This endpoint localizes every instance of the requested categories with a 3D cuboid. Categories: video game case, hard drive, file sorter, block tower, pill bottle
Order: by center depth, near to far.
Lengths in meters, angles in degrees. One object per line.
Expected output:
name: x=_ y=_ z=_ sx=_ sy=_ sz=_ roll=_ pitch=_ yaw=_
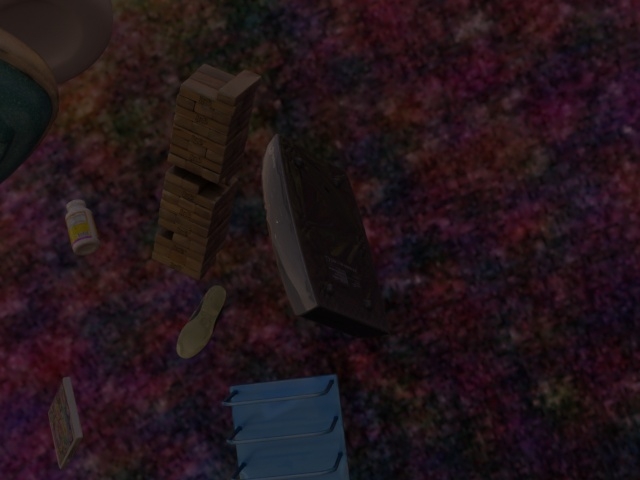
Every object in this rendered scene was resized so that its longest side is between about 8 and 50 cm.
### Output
file sorter: x=-0.034 y=0.234 z=1.160 sx=0.118 sy=0.170 sz=0.104 roll=-7 pitch=-1 yaw=5
pill bottle: x=-0.361 y=-0.358 z=1.316 sx=0.188 sy=0.188 sz=0.334 roll=-23 pitch=58 yaw=8
hard drive: x=0.000 y=0.000 z=1.440 sx=0.054 sy=0.172 sz=0.255 roll=-30 pitch=57 yaw=27
video game case: x=-0.345 y=0.248 z=1.511 sx=0.011 sy=0.087 sz=0.122 roll=-5 pitch=-28 yaw=-27
block tower: x=-0.178 y=-0.106 z=1.701 sx=0.097 sy=0.335 sz=0.091 roll=24 pitch=36 yaw=9
pill bottle: x=-0.373 y=-0.021 z=1.747 sx=0.043 sy=0.043 sz=0.083 roll=-23 pitch=63 yaw=7

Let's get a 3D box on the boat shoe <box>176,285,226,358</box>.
boat shoe: x=-0.199 y=0.138 z=1.884 sx=0.137 sy=0.049 sz=0.043 roll=-63 pitch=5 yaw=-14

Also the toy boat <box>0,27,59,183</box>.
toy boat: x=-0.413 y=-0.115 z=1.000 sx=0.267 sy=0.318 sz=0.148 roll=-35 pitch=46 yaw=37
